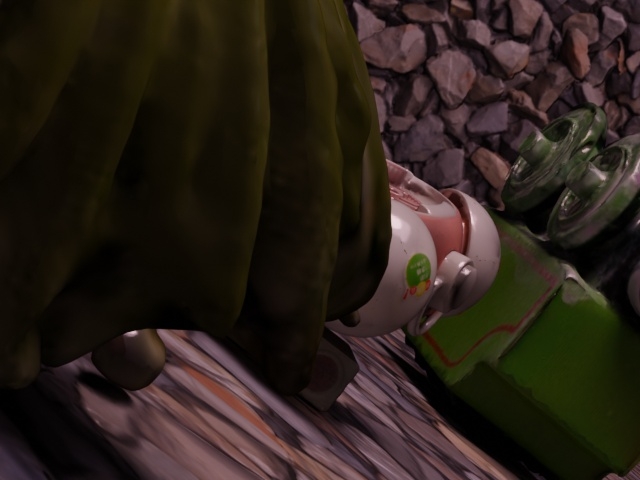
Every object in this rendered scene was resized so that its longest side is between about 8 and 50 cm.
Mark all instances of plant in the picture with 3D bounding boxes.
[{"bbox_3d":[-0.051,-0.125,0.519,0.251,0.333,0.180,20,-1,-39],"label":"plant"}]

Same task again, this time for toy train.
[{"bbox_3d":[0.190,0.042,1.432,0.173,0.249,0.307,40,3,-16],"label":"toy train"}]

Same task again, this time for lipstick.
[{"bbox_3d":[-0.005,0.055,0.974,0.030,0.030,0.129,38,3,-9],"label":"lipstick"}]

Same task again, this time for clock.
[{"bbox_3d":[0.000,0.000,0.943,0.162,0.092,0.166,22,11,20],"label":"clock"}]
